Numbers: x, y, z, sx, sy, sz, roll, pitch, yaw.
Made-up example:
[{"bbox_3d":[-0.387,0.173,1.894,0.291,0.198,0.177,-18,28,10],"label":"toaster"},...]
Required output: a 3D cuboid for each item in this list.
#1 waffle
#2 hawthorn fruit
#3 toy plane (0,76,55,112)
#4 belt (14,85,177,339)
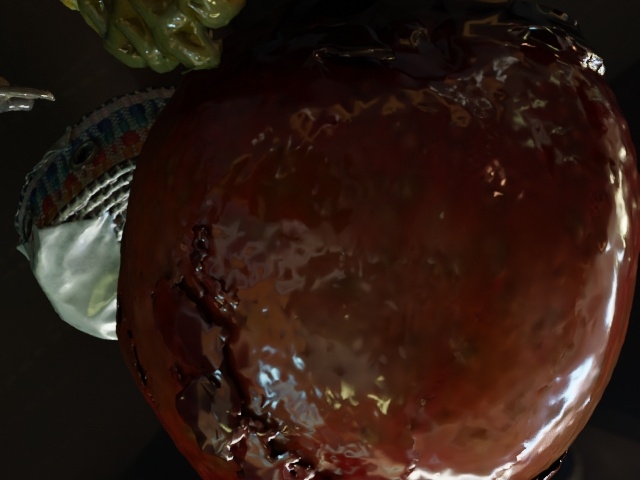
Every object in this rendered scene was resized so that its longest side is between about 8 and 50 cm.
[{"bbox_3d":[-0.097,-0.190,0.582,0.054,0.208,0.214,-13,119,-26],"label":"waffle"},{"bbox_3d":[0.033,0.001,0.624,0.316,0.316,0.316,-8,105,-34],"label":"hawthorn fruit"},{"bbox_3d":[-0.252,-0.062,0.485,0.262,0.192,0.088,-8,98,-22],"label":"toy plane"},{"bbox_3d":[-0.180,-0.024,1.155,0.257,0.150,0.207,-43,131,11],"label":"belt"}]
